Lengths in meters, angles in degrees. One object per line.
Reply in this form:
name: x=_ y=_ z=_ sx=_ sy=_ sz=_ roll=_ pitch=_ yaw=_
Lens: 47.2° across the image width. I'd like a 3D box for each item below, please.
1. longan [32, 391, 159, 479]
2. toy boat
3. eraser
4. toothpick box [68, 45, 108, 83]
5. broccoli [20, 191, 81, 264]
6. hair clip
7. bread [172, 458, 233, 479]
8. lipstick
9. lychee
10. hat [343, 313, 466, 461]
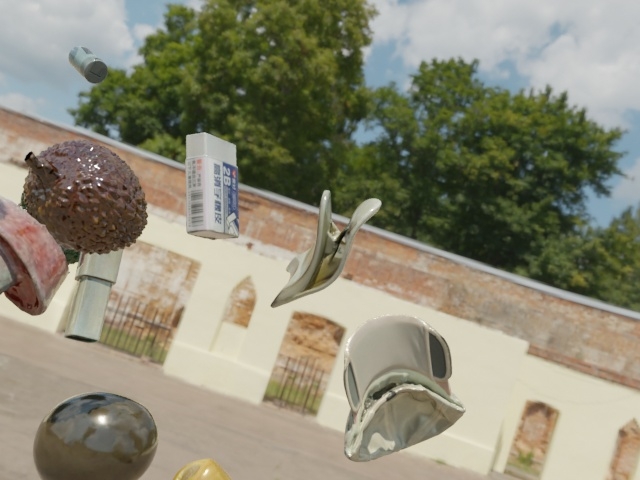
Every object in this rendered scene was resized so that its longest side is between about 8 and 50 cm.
longan: x=-0.403 y=0.366 z=1.309 sx=0.220 sy=0.196 sz=0.196 roll=0 pitch=-12 yaw=11
toy boat: x=-0.451 y=0.055 z=0.875 sx=0.206 sy=0.282 sz=0.096 roll=47 pitch=-48 yaw=-10
eraser: x=-0.231 y=-0.112 z=1.563 sx=0.068 sy=0.210 sz=0.124 roll=-6 pitch=-10 yaw=27
toothpick box: x=-0.479 y=-0.362 z=1.507 sx=0.083 sy=0.052 sz=0.052 roll=41 pitch=7 yaw=36
broccoli: x=-0.593 y=-0.051 z=1.765 sx=0.254 sy=0.269 sz=0.269 roll=31 pitch=-9 yaw=-3
hair clip: x=0.014 y=0.013 z=1.498 sx=0.113 sy=0.282 sz=0.172 roll=26 pitch=27 yaw=-3
bread: x=-0.133 y=0.442 z=1.131 sx=0.092 sy=0.074 sz=0.239 roll=-28 pitch=-71 yaw=26
lipstick: x=-0.459 y=0.079 z=1.497 sx=0.077 sy=0.253 sz=0.079 roll=19 pitch=-22 yaw=-32
lychee: x=-0.394 y=-0.072 z=1.211 sx=0.200 sy=0.200 sz=0.238 roll=12 pitch=-17 yaw=36
hat: x=0.112 y=0.248 z=1.248 sx=0.219 sy=0.226 sz=0.164 roll=-13 pitch=-14 yaw=-15
